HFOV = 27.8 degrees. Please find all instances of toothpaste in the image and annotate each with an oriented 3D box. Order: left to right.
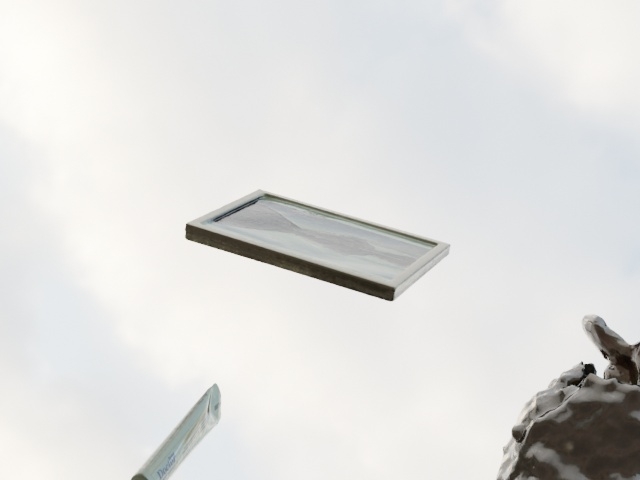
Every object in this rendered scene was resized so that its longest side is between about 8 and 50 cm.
[{"bbox_3d":[-0.190,0.276,1.696,0.037,0.255,0.067,9,-61,21],"label":"toothpaste"}]

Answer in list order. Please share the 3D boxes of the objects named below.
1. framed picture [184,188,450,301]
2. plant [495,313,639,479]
[{"bbox_3d":[0.000,0.000,1.169,0.203,0.150,0.015,17,-69,21],"label":"framed picture"},{"bbox_3d":[0.228,0.164,0.967,0.178,0.234,0.204,17,-25,21],"label":"plant"}]
